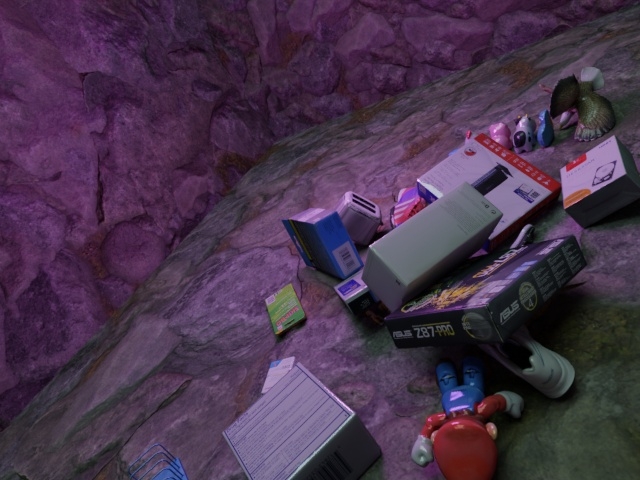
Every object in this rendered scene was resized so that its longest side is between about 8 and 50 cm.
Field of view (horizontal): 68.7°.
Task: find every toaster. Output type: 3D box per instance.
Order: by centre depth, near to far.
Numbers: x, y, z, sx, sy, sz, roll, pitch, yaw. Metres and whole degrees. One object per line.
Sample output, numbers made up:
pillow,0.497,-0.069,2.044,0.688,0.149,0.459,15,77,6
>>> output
toaster,0.132,-0.091,1.832,0.146,0.227,0.129,-55,14,30

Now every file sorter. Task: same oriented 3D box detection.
file sorter,-0.442,0.661,1.279,0.118,0.104,0.170,-41,28,-17

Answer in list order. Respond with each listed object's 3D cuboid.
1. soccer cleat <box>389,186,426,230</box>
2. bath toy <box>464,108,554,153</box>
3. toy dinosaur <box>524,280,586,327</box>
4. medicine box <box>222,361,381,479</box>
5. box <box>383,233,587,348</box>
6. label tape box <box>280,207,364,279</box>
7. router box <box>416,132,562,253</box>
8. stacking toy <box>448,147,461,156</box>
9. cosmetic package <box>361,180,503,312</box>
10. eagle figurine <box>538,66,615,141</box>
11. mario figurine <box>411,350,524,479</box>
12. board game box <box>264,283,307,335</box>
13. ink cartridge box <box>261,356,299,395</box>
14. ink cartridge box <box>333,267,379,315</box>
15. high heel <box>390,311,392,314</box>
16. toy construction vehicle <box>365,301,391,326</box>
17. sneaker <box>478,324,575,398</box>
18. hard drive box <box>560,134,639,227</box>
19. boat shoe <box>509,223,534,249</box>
soccer cleat,0.347,-0.114,1.806,0.117,0.108,0.318,-12,29,28
bath toy,0.743,-0.424,1.895,0.349,0.129,0.151,-8,35,41
toy dinosaur,0.545,0.157,1.172,0.211,0.064,0.112,-42,38,3
medicine box,-0.053,0.481,1.125,0.264,0.149,0.289,-40,26,-17
box,0.393,0.125,1.128,0.395,0.097,0.318,-26,4,-34
label tape box,0.000,0.000,1.795,0.106,0.240,0.334,-33,19,-18
router box,0.541,-0.165,1.534,0.301,0.082,0.335,-36,56,-10
stacking toy,0.507,-0.179,1.726,0.175,0.165,0.301,16,65,47
cosmetic package,0.304,0.021,1.297,0.366,0.196,0.155,-31,65,-21
eagle figurine,0.961,-0.512,1.760,0.227,0.225,0.298,-6,23,20
mario figurine,0.306,0.389,0.981,0.198,0.170,0.320,-60,0,29
board game box,-0.130,0.257,1.740,0.124,0.039,0.259,-33,23,-1
ink cartridge box,-0.116,0.420,1.412,0.089,0.052,0.122,-20,27,24
ink cartridge box,0.140,0.152,1.521,0.166,0.065,0.333,-33,4,-2
high heel,0.328,0.152,1.393,0.186,0.093,0.261,-2,33,26
toy construction vehicle,0.194,0.220,1.450,0.086,0.035,0.098,-37,26,-11
sneaker,0.423,0.228,1.056,0.110,0.129,0.297,-59,25,2
hard drive box,0.805,-0.171,1.356,0.181,0.089,0.232,-40,14,40
boat shoe,0.601,0.008,1.382,0.040,0.049,0.142,24,58,37
